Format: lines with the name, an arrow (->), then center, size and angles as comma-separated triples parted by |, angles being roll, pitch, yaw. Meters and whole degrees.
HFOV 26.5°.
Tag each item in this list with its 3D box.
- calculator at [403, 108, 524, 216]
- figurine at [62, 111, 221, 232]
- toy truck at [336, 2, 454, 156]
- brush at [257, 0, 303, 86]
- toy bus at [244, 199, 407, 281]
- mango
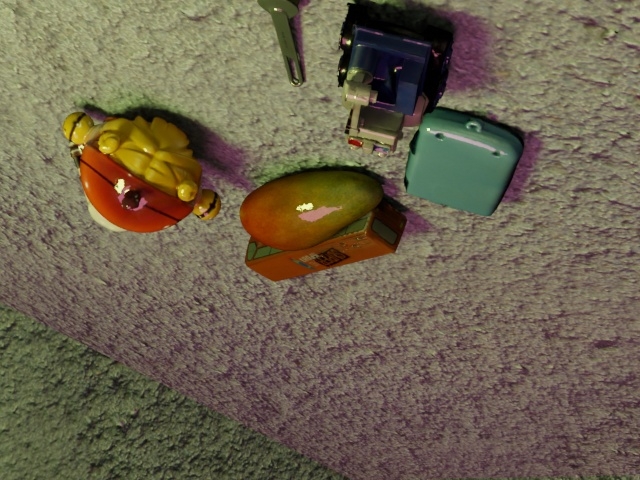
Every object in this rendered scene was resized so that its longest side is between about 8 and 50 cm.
calculator -> 0.221, -0.121, 2.166 | 0.173, 0.051, 0.293 | 18, 157, 3
figurine -> -0.326, -0.109, 2.412 | 0.320, 0.196, 0.323 | 30, 166, -11
toy truck -> 0.089, -0.212, 1.896 | 0.161, 0.177, 0.213 | 14, 156, 6
brush -> -0.049, -0.298, 2.007 | 0.062, 0.027, 0.266 | 14, 161, 10
toy bus -> 0.000, 0.000, 2.552 | 0.093, 0.092, 0.409 | 31, 154, -27
mango -> -0.028, -0.058, 2.405 | 0.146, 0.129, 0.289 | 33, 144, -28
